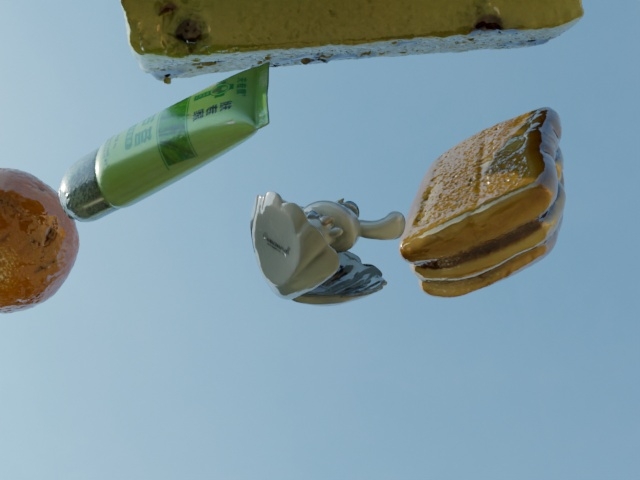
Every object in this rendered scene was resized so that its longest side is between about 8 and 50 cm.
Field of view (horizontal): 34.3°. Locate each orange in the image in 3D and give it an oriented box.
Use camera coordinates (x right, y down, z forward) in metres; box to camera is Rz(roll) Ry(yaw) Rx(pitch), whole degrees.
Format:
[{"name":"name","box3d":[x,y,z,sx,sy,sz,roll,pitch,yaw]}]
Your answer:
[{"name":"orange","box3d":[-0.286,-0.001,0.943,0.136,0.117,0.135,6,-70,15]}]

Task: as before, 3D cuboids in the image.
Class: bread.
[{"name":"bread","box3d":[0.022,-0.185,0.842,0.362,0.138,0.077,-6,-87,-5]},{"name":"bread","box3d":[0.125,-0.028,0.750,0.116,0.200,0.077,-19,-73,21]}]

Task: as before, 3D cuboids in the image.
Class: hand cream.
[{"name":"hand cream","box3d":[-0.112,-0.070,0.755,0.175,0.095,0.046,-28,-59,16]}]

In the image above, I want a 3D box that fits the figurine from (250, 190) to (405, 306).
[{"name":"figurine","box3d":[0.000,0.000,0.667,0.094,0.086,0.082,31,-54,39]}]
